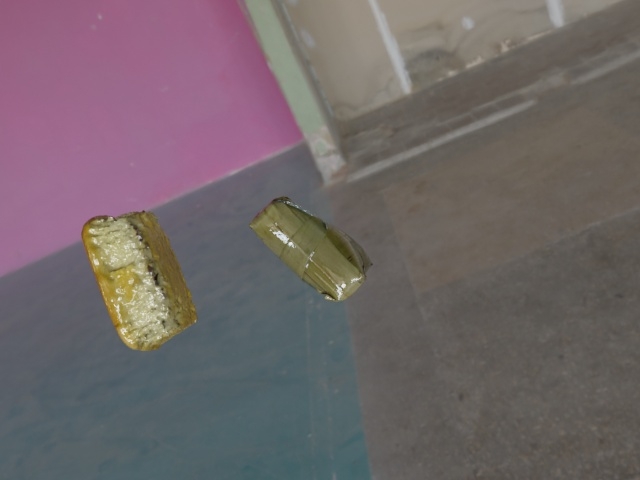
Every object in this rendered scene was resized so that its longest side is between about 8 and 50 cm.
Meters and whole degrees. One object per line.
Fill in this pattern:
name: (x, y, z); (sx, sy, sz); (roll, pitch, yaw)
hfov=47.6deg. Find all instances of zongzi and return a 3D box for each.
zongzi: (0.000, 0.000, 1.381); (0.115, 0.228, 0.256); (-49, -4, 20)

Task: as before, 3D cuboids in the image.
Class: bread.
bread: (-0.303, 0.061, 1.224); (0.121, 0.246, 0.174); (-25, -3, 4)
